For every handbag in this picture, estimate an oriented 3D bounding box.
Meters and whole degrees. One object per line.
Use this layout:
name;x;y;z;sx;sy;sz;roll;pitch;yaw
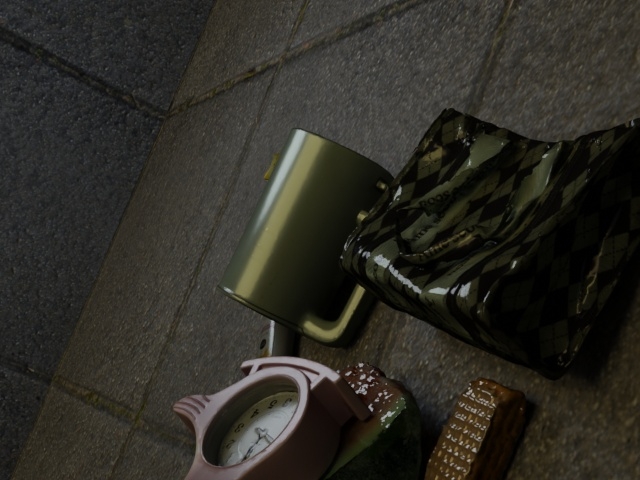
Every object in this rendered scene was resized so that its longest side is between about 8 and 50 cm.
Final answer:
handbag;0.231;-0.023;1.240;0.316;0.180;0.416;-53;22;-6

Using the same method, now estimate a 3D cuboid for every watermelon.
watermelon;0.050;0.268;1.336;0.193;0.139;0.256;-31;25;1

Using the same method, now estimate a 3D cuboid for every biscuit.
biscuit;0.145;0.346;1.167;0.378;0.054;0.094;-66;23;-5

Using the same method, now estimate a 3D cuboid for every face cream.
face cream;-0.085;0.216;1.766;0.084;0.057;0.198;-35;36;43

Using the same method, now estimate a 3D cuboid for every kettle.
kettle;-0.002;0.000;1.682;0.318;0.265;0.205;-63;-6;-2

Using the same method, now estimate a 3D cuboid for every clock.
clock;-0.114;0.275;1.301;0.275;0.080;0.290;-48;27;-25

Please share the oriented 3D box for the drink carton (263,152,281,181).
drink carton;-0.068;-0.156;2.086;0.200;0.074;0.084;-18;50;57
